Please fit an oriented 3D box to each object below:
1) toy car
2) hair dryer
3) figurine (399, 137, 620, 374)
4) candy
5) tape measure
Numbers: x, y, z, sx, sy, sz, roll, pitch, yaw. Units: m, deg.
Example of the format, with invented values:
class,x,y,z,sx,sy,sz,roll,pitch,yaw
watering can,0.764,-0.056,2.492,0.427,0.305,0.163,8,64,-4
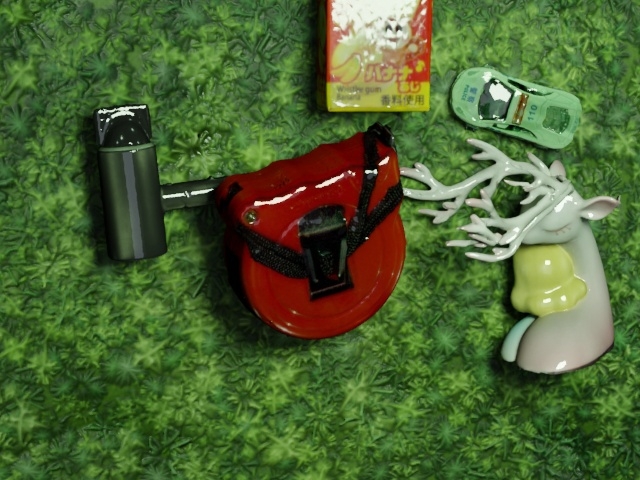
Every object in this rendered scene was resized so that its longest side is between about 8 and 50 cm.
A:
class,x,y,z,sx,sy,sz,roll,pitch,yaw
toy car,0.265,-0.177,1.680,0.186,0.058,0.093,15,100,-14
hair dryer,-0.164,-0.087,1.615,0.248,0.078,0.195,-8,103,-20
figurine,0.272,0.016,1.654,0.284,0.206,0.316,-12,100,-19
candy,0.069,-0.304,1.599,0.146,0.088,0.276,0,100,-10
tape measure,-0.001,0.000,1.612,0.253,0.114,0.260,-19,116,-14
